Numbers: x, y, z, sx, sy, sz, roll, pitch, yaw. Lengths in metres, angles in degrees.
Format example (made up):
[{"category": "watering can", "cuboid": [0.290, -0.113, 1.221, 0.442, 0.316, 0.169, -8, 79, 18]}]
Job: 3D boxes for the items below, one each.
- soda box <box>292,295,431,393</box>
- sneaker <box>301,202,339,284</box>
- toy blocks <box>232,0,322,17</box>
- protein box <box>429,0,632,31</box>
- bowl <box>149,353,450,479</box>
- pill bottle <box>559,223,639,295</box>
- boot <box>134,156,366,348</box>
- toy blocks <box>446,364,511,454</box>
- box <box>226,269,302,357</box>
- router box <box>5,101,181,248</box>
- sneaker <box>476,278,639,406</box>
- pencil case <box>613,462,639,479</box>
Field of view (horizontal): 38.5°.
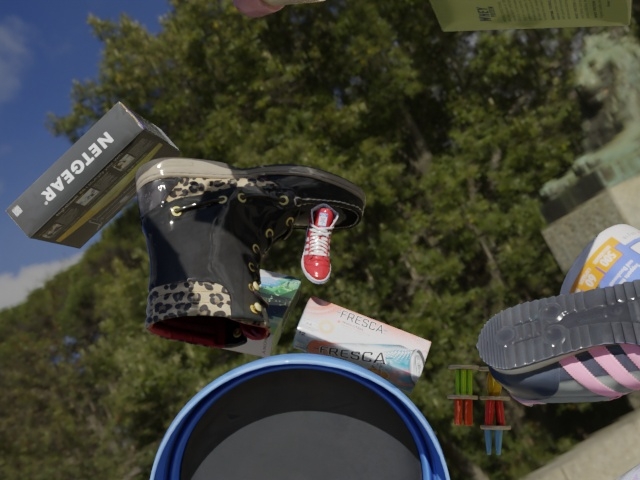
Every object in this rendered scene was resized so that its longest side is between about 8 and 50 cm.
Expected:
[{"category": "soda box", "cuboid": [0.056, 0.145, 1.281, 0.058, 0.183, 0.063, 103, -171, -54]}, {"category": "sneaker", "cuboid": [0.000, 0.000, 1.265, 0.042, 0.118, 0.067, 8, -46, -10]}, {"category": "toy blocks", "cuboid": [-0.121, -0.452, 1.046, 0.260, 0.288, 0.309, 10, -19, 45]}, {"category": "protein box", "cuboid": [0.205, -0.320, 0.916, 0.201, 0.136, 0.200, 3, -17, 22]}, {"category": "bowl", "cuboid": [-0.026, 0.332, 1.209, 0.391, 0.391, 0.077, -27, 9, 5]}, {"category": "pill bottle", "cuboid": [0.451, 0.107, 1.152, 0.152, 0.272, 0.152, -26, -44, -28]}, {"category": "boot", "cuboid": [-0.103, 0.021, 1.434, 0.377, 0.284, 0.138, 7, -32, -19]}, {"category": "toy blocks", "cuboid": [0.268, 0.287, 1.551, 0.123, 0.148, 0.054, 7, -12, -31]}, {"category": "box", "cuboid": [-0.175, 0.124, 1.797, 0.232, 0.058, 0.322, 11, 19, 4]}, {"category": "router box", "cuboid": [-0.449, -0.122, 1.854, 0.309, 0.081, 0.243, -43, -10, 2]}, {"category": "sneaker", "cuboid": [0.345, 0.121, 1.017, 0.319, 0.112, 0.131, -8, -44, 28]}, {"category": "pencil case", "cuboid": [0.344, 0.327, 1.038, 0.273, 0.113, 0.124, -44, 20, 33]}]
